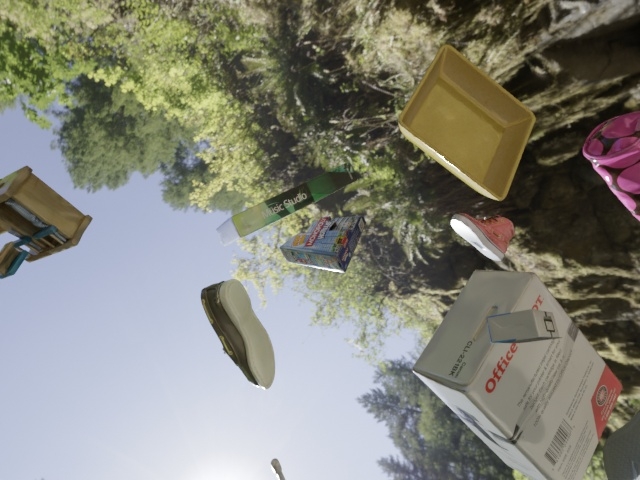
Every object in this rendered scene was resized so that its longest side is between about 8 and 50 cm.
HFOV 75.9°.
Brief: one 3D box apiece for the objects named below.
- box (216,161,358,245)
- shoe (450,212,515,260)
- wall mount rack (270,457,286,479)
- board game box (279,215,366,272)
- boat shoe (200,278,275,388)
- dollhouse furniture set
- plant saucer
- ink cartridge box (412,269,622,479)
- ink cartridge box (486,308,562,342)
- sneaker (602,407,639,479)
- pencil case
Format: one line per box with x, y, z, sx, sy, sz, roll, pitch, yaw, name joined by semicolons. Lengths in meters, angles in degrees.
-0.092;-0.087;1.020;0.321;0.232;0.059;-30;-84;-23;box
0.363;-0.030;0.910;0.177;0.063;0.081;34;-96;-28;shoe
-0.107;0.636;0.823;0.130;0.304;0.350;23;-154;-15;wall mount rack
0.000;0.000;1.083;0.060;0.193;0.194;65;-145;-33;board game box
-0.199;0.237;1.013;0.109;0.091;0.305;-58;-48;-61;boat shoe
-0.486;0.007;0.635;0.129;0.128;0.184;54;-151;-41;dollhouse furniture set
0.376;-0.301;1.078;0.332;0.081;0.333;35;-116;-7;plant saucer
0.295;0.202;0.607;0.273;0.114;0.197;46;-109;-18;ink cartridge box
0.218;0.093;0.436;0.083;0.048;0.028;15;-117;-44;ink cartridge box
0.404;0.209;0.394;0.296;0.146;0.105;71;-163;-53;sneaker
0.465;-0.082;0.559;0.209;0.098;0.095;39;-98;-9;pencil case
